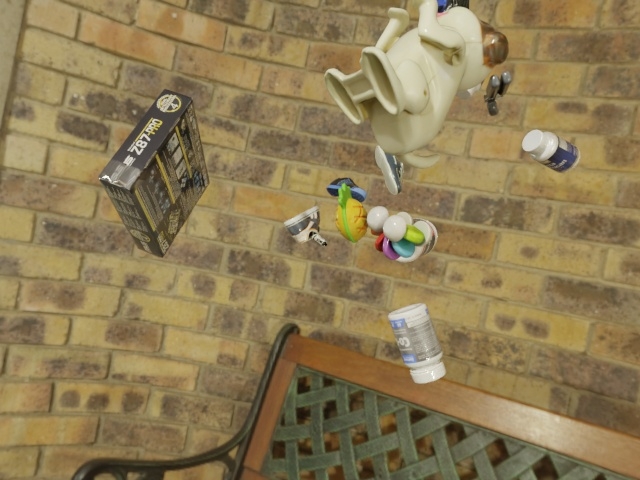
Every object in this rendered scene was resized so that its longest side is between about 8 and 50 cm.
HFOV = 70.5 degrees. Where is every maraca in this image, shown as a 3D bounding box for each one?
[{"bbox_3d":[0.090,-0.081,1.376,0.099,0.185,0.127,-9,25,21],"label":"maraca"}]

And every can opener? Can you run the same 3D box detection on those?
[{"bbox_3d":[0.637,-0.517,1.624,0.076,0.095,0.283,-13,0,16],"label":"can opener"}]

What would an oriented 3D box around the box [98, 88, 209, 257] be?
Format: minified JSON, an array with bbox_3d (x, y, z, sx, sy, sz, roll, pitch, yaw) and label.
[{"bbox_3d":[-0.442,-0.171,1.283,0.097,0.318,0.395,20,-27,3],"label":"box"}]

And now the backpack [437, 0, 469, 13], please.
[{"bbox_3d":[0.382,-0.694,1.347,0.098,0.120,0.101,-10,23,-28],"label":"backpack"}]

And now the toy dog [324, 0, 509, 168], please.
[{"bbox_3d":[0.290,-0.432,1.168,0.395,0.408,0.284,52,-14,-11],"label":"toy dog"}]

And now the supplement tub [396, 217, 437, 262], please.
[{"bbox_3d":[0.436,-0.007,2.156,0.191,0.191,0.272,11,13,30],"label":"supplement tub"}]

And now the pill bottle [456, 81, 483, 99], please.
[{"bbox_3d":[0.498,-0.544,1.485,0.086,0.152,0.086,31,-7,4],"label":"pill bottle"}]

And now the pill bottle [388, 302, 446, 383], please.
[{"bbox_3d":[0.188,0.197,0.871,0.078,0.137,0.078,-19,-4,-1],"label":"pill bottle"}]

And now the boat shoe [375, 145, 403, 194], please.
[{"bbox_3d":[0.279,-0.278,1.761,0.079,0.095,0.254,-7,46,-9],"label":"boat shoe"}]

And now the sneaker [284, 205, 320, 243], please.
[{"bbox_3d":[-0.068,-0.068,2.077,0.126,0.127,0.321,-26,6,22],"label":"sneaker"}]

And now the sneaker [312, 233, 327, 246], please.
[{"bbox_3d":[0.000,0.000,1.980,0.083,0.031,0.037,26,12,-38],"label":"sneaker"}]

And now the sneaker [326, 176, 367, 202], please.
[{"bbox_3d":[0.127,-0.231,1.980,0.232,0.090,0.081,20,-29,46],"label":"sneaker"}]

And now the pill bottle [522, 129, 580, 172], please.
[{"bbox_3d":[0.711,-0.279,1.404,0.170,0.094,0.094,18,-3,-25],"label":"pill bottle"}]

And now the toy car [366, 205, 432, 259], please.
[{"bbox_3d":[0.217,-0.013,1.313,0.159,0.136,0.182,10,16,-37],"label":"toy car"}]
